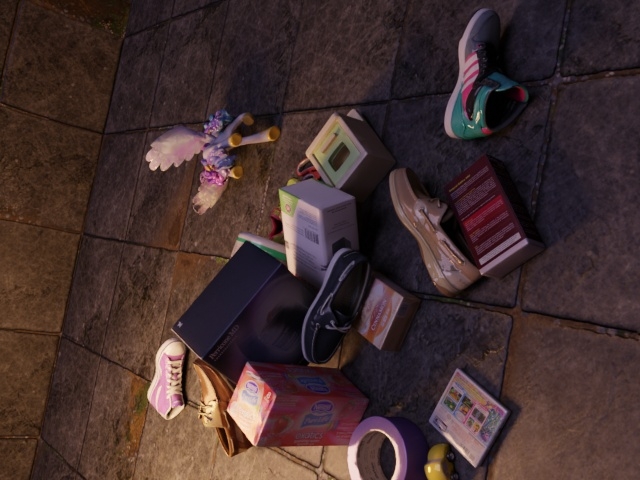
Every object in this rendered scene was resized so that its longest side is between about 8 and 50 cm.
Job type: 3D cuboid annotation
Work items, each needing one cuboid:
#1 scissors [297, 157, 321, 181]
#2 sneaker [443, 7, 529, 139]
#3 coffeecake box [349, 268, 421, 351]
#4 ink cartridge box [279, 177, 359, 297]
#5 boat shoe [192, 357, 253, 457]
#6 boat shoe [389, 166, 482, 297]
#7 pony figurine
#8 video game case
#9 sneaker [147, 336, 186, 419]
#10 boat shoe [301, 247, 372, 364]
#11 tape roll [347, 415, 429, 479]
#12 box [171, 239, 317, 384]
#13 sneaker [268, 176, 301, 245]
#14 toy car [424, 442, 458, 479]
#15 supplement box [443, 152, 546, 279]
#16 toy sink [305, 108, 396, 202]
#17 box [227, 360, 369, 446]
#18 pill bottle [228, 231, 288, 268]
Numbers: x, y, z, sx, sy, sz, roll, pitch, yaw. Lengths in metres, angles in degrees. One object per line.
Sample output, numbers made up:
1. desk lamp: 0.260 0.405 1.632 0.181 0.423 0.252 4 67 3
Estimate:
1. scissors: 0.031 -0.223 1.963 0.297 0.021 0.109 -22 64 46
2. sneaker: 0.380 -0.363 1.502 0.178 0.123 0.296 24 106 55
3. coffeecake box: 0.141 0.166 1.683 0.185 0.068 0.142 35 107 49
4. ink cartridge box: 0.000 0.000 1.774 0.198 0.114 0.273 30 133 50
5. boat shoe: -0.280 0.478 1.925 0.122 0.120 0.324 8 127 57
6. boat shoe: 0.268 -0.040 1.563 0.110 0.121 0.341 -39 62 31
7. pony figurine: -0.347 -0.292 2.280 0.351 0.303 0.363 -50 31 -19
8. video game case: 0.315 0.376 1.455 0.157 0.019 0.143 40 110 48
9. sneaker: -0.499 0.482 2.342 0.161 0.102 0.282 38 119 45
10. boat shoe: 0.040 0.168 1.660 0.091 0.114 0.303 24 101 57
11. tape roll: 0.154 0.500 1.564 0.189 0.080 0.189 -18 66 45
12. box: -0.155 0.216 1.722 0.296 0.294 0.182 -51 40 -9
13. sneaker: -0.101 -0.085 2.015 0.081 0.094 0.209 11 92 52
14. toy car: 0.255 0.580 1.439 0.225 0.053 0.239 -60 42 19
15. supplement box: 0.369 -0.052 1.470 0.130 0.073 0.240 -40 52 35
16. toy sink: 0.064 -0.241 1.825 0.153 0.131 0.234 -50 52 28
17. box: -0.051 0.400 1.661 0.154 0.299 0.142 37 108 49
18. pill bottle: -0.196 0.173 1.948 0.204 0.204 0.361 17 86 51
